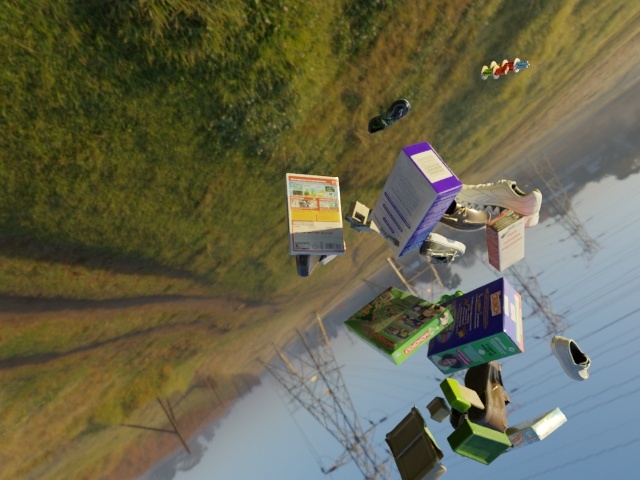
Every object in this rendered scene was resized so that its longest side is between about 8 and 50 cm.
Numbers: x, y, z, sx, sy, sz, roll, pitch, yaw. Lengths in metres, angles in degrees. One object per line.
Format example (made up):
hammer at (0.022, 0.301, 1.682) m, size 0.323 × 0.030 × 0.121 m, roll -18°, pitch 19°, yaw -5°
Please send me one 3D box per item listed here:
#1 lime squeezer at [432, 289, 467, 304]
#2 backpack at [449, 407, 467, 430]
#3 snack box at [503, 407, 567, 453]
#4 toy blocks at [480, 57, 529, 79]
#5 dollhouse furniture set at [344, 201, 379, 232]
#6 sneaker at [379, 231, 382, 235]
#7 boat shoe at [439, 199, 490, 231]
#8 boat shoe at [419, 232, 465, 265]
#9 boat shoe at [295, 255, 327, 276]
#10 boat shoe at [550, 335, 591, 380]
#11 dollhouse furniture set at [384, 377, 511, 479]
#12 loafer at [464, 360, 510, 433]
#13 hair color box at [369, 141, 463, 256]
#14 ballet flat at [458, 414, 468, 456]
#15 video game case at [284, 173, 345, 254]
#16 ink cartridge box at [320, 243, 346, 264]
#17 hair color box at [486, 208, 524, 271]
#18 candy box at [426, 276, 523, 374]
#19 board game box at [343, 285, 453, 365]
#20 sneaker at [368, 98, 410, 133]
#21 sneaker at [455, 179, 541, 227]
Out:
lime squeezer at (0.618, 0.264, 2.063) m, size 0.309 × 0.059 × 0.110 m, roll -17°, pitch 160°, yaw 15°
backpack at (0.814, 0.916, 2.344) m, size 0.263 × 0.213 × 0.277 m, roll -8°, pitch -120°, yaw 61°
snack box at (0.806, 0.779, 1.784) m, size 0.186 × 0.060 × 0.322 m, roll -13°, pitch 151°, yaw -32°
toy blocks at (0.734, -0.682, 1.764) m, size 0.123 × 0.054 × 0.148 m, roll -35°, pitch -149°, yaw -31°
dollhouse furniture set at (0.177, -0.127, 1.998) m, size 0.183 × 0.129 × 0.129 m, roll 27°, pitch 164°, yaw -38°
sneaker at (0.340, -0.152, 2.149) m, size 0.094 × 0.256 × 0.151 m, roll 14°, pitch 170°, yaw -14°
boat shoe at (0.505, -0.118, 1.714) m, size 0.097 × 0.323 × 0.117 m, roll 99°, pitch 6°, yaw -68°
boat shoe at (0.483, 0.046, 1.764) m, size 0.113 × 0.105 × 0.306 m, roll 4°, pitch 173°, yaw 36°
boat shoe at (0.000, 0.000, 1.735) m, size 0.356 × 0.130 × 0.133 m, roll -69°, pitch 157°, yaw -43°
boat shoe at (0.907, 0.427, 1.580) m, size 0.079 × 0.227 × 0.081 m, roll -51°, pitch -160°, yaw -23°
dollhouse furniture set at (0.357, 0.583, 1.297) m, size 0.302 × 0.151 × 0.198 m, roll -53°, pitch -154°, yaw 20°
loafer at (0.612, 0.561, 1.621) m, size 0.134 × 0.130 × 0.366 m, roll -49°, pitch 180°, yaw 33°
hair color box at (0.286, -0.119, 1.394) m, size 0.110 × 0.185 × 0.339 m, roll -19°, pitch 154°, yaw -25°
ballet flat at (0.597, 0.819, 1.863) m, size 0.057 × 0.173 × 0.049 m, roll 2°, pitch 173°, yaw 26°
video game case at (-0.020, -0.090, 1.556) m, size 0.203 × 0.286 × 0.025 m, roll 2°, pitch 166°, yaw -23°
ink cartridge box at (0.045, 0.018, 2.433) m, size 0.158 × 0.092 × 0.218 m, roll -36°, pitch -159°, yaw 11°
hair color box at (0.532, 0.001, 1.277) m, size 0.093 × 0.053 × 0.167 m, roll -30°, pitch 133°, yaw -8°
candy box at (0.562, 0.313, 1.620) m, size 0.317 × 0.122 × 0.268 m, roll -35°, pitch -162°, yaw 40°
board game box at (0.226, 0.249, 1.370) m, size 0.213 × 0.046 × 0.317 m, roll -35°, pitch -162°, yaw -14°
sneaker at (0.249, -0.445, 1.621) m, size 0.188 × 0.067 × 0.078 m, roll -26°, pitch -150°, yaw 39°
sneaker at (0.546, -0.143, 1.398) m, size 0.110 × 0.291 × 0.119 m, roll -27°, pitch 131°, yaw -45°
